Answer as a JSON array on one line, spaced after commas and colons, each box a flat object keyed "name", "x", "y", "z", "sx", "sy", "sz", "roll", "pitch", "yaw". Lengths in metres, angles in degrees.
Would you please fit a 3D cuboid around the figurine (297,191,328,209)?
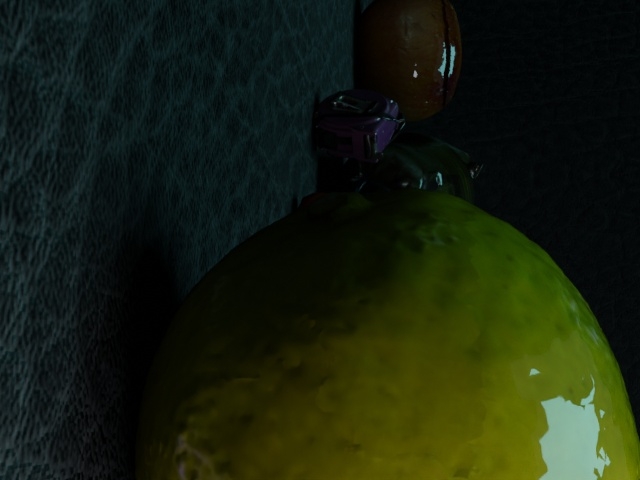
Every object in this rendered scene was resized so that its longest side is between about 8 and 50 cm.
[{"name": "figurine", "x": 0.000, "y": 0.000, "z": 1.309, "sx": 0.068, "sy": 0.075, "sz": 0.140, "roll": 77, "pitch": 5, "yaw": -54}]

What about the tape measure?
[{"name": "tape measure", "x": 0.055, "y": -0.169, "z": 1.512, "sx": 0.118, "sy": 0.125, "sz": 0.074, "roll": -57, "pitch": 151, "yaw": -47}]

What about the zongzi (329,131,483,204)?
[{"name": "zongzi", "x": 0.086, "y": 0.037, "z": 1.718, "sx": 0.432, "sy": 0.208, "sz": 0.403, "roll": -66, "pitch": 166, "yaw": 13}]

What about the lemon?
[{"name": "lemon", "x": 0.041, "y": 0.137, "z": 0.682, "sx": 0.348, "sy": 0.348, "sz": 0.348, "roll": 0, "pitch": 90, "yaw": -82}]

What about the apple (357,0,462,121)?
[{"name": "apple", "x": 0.175, "y": -0.380, "z": 2.144, "sx": 0.251, "sy": 0.206, "sz": 0.271, "roll": -108, "pitch": -160, "yaw": -80}]
